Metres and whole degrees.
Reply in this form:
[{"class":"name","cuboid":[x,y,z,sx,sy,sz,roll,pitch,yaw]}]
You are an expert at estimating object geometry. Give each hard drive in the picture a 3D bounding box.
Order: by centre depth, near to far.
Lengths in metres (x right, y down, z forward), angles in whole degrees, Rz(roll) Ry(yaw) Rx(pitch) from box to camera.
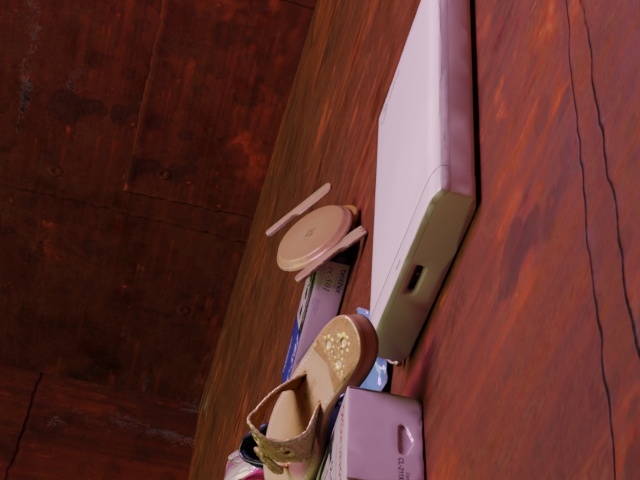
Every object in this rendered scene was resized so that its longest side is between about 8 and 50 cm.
[{"class":"hard drive","cuboid":[0.102,-0.084,1.453,0.353,0.047,0.233,-85,10,-46]}]

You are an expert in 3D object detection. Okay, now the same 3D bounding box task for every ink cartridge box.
[{"class":"ink cartridge box","cuboid":[0.036,0.241,1.313,0.127,0.072,0.175,-87,11,-55]},{"class":"ink cartridge box","cuboid":[-0.007,0.112,1.978,0.097,0.046,0.207,-101,24,-73]}]

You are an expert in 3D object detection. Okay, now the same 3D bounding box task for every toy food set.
[{"class":"toy food set","cuboid":[0.000,0.000,1.926,0.132,0.038,0.192,-37,26,2]}]

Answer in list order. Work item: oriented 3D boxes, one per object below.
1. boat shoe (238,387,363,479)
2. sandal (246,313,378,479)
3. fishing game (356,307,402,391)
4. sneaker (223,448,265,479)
[{"class":"boat shoe","cuboid":[-0.009,0.219,1.471,0.258,0.089,0.109,142,130,-57]},{"class":"sandal","cuboid":[-0.032,0.162,1.360,0.088,0.079,0.240,56,132,36]},{"class":"fishing game","cuboid":[0.041,0.167,1.552,0.189,0.041,0.264,-97,24,-46]},{"class":"sneaker","cuboid":[-0.099,0.345,2.078,0.252,0.103,0.111,119,160,-64]}]
